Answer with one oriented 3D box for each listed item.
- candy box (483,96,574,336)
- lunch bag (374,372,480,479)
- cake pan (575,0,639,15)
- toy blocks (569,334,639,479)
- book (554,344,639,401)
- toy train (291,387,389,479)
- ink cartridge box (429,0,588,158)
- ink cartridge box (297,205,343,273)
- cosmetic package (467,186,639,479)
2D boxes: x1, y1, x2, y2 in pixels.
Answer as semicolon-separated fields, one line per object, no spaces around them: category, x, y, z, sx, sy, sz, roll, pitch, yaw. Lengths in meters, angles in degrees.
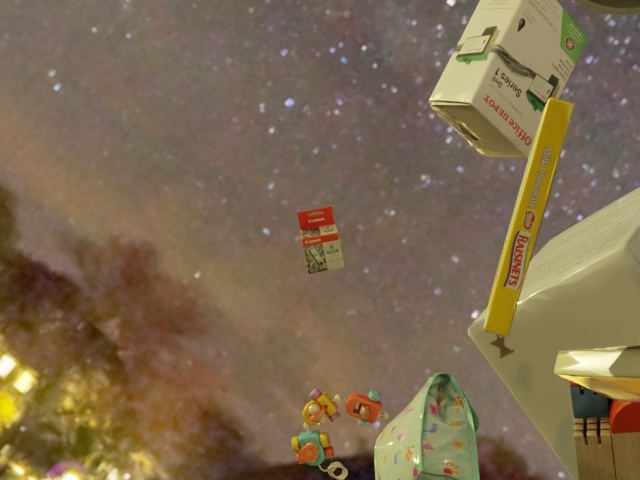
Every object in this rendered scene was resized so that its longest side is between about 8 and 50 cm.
candy box;0.184;-0.022;0.899;0.027;0.205;0.105;16;7;7
lunch bag;0.216;0.428;2.076;0.160;0.262;0.223;18;-48;-14
cake pan;0.469;-0.494;1.539;0.293;0.293;0.054;43;13;-15
toy blocks;0.480;0.239;1.325;0.382;0.191;0.260;-6;-73;18
book;0.304;0.129;0.938;0.096;0.035;0.144;26;-20;-28
toy train;0.024;0.296;1.555;0.125;0.166;0.046;25;17;2
ink cartridge box;0.278;-0.250;1.484;0.160;0.219;0.093;34;-13;-37
ink cartridge box;0.000;0.000;1.698;0.029;0.063;0.115;-101;180;-52
cosmetic package;0.525;0.132;1.682;0.329;0.394;0.327;-35;-89;42
